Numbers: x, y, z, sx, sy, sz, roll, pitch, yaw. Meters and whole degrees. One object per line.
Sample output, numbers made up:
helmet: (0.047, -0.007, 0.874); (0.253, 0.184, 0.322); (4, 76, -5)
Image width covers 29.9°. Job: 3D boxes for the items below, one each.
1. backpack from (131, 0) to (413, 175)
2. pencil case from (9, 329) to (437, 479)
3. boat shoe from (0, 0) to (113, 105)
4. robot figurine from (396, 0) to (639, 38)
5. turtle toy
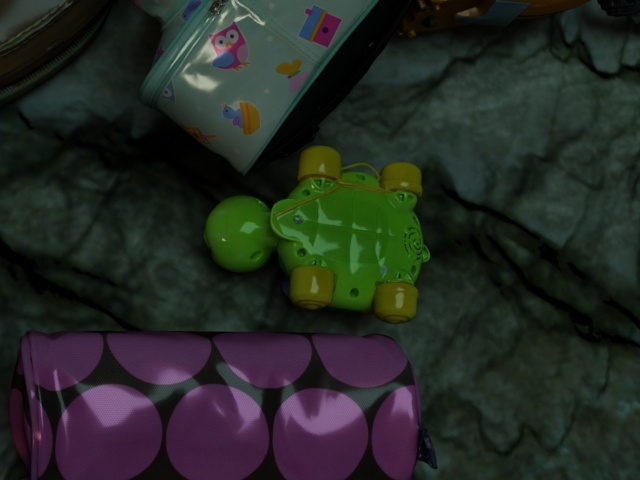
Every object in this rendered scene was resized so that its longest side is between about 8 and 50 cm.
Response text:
backpack: (-0.026, -0.136, 0.652); (0.144, 0.166, 0.188); (28, 107, -7)
pencil case: (-0.052, 0.095, 0.612); (0.209, 0.095, 0.098); (3, 90, -17)
boat shoe: (-0.136, -0.206, 0.685); (0.111, 0.104, 0.307); (35, 63, -4)
robot figurine: (0.159, -0.235, 0.813); (0.291, 0.085, 0.211); (-17, 78, -24)
turtle toy: (0.000, 0.000, 0.676); (0.130, 0.066, 0.095); (10, 70, -15)
